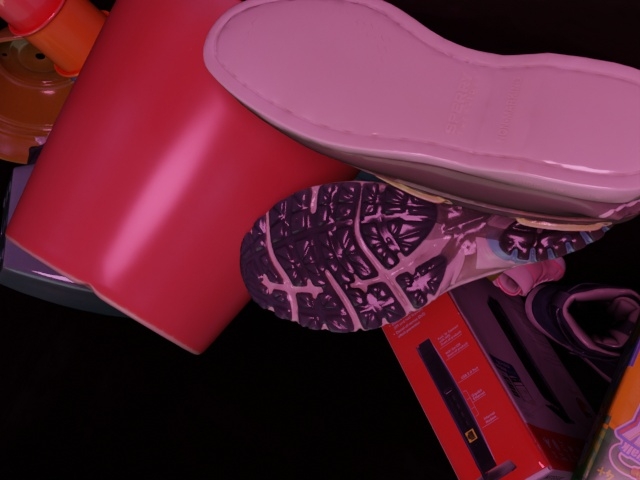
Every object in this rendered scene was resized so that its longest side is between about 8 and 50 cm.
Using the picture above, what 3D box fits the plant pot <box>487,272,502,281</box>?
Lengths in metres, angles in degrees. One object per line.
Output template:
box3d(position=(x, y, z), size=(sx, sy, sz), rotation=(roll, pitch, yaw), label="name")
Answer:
box3d(position=(0.148, -0.024, 0.682), size=(0.083, 0.081, 0.081), rotation=(35, 172, 9), label="plant pot")

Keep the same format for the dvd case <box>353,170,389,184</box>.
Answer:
box3d(position=(0.082, -0.049, 0.886), size=(0.180, 0.022, 0.253), rotation=(23, 170, 11), label="dvd case")

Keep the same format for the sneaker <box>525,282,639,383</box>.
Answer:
box3d(position=(0.357, 0.120, 0.872), size=(0.226, 0.086, 0.163), rotation=(27, 174, 1), label="sneaker")

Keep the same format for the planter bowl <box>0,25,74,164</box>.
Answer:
box3d(position=(-0.327, -0.188, 0.893), size=(0.217, 0.090, 0.217), rotation=(-11, 150, -6), label="planter bowl")

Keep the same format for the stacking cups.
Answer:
box3d(position=(-0.219, -0.188, 0.786), size=(0.096, 0.096, 0.316), rotation=(19, 164, 38), label="stacking cups")

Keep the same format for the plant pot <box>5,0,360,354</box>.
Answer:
box3d(position=(-0.123, -0.051, 0.676), size=(0.275, 0.243, 0.275), rotation=(30, 169, 7), label="plant pot")

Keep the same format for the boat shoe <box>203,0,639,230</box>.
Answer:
box3d(position=(0.066, -0.080, 0.492), size=(0.305, 0.109, 0.091), rotation=(19, 164, 18), label="boat shoe")

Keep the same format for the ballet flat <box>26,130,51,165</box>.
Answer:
box3d(position=(-0.276, -0.108, 0.856), size=(0.074, 0.074, 0.203), rotation=(32, 149, -33), label="ballet flat")

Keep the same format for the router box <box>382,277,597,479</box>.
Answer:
box3d(position=(0.196, 0.146, 0.854), size=(0.335, 0.082, 0.301), rotation=(26, -149, -53), label="router box")

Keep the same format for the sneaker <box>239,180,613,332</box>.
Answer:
box3d(position=(0.080, 0.002, 0.589), size=(0.283, 0.110, 0.122), rotation=(-12, 175, 7), label="sneaker")

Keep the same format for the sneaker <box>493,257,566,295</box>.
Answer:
box3d(position=(0.219, 0.033, 0.819), size=(0.051, 0.070, 0.134), rotation=(16, 168, 38), label="sneaker")

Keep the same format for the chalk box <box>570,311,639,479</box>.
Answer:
box3d(position=(0.308, 0.159, 0.585), size=(0.180, 0.289, 0.179), rotation=(22, 169, 21), label="chalk box")

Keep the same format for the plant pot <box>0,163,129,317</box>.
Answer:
box3d(position=(-0.223, -0.003, 0.837), size=(0.234, 0.166, 0.165), rotation=(8, 166, -26), label="plant pot")
